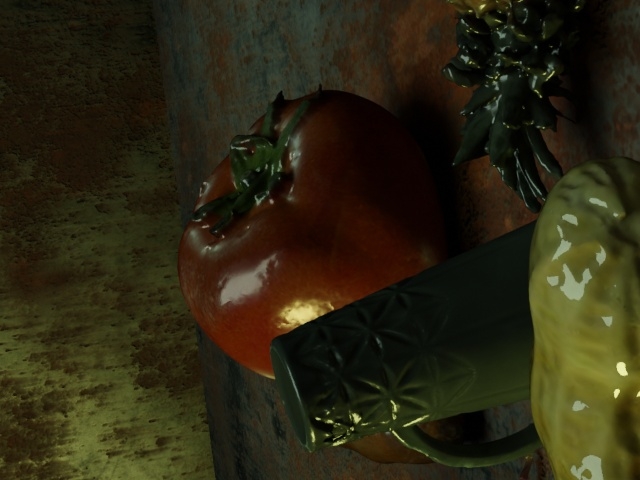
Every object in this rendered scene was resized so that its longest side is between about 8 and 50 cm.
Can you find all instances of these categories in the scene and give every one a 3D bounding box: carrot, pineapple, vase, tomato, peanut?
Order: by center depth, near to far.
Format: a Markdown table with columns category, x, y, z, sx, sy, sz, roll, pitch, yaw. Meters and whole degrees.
| category | x | y | z | sx | sy | sz | roll | pitch | yaw |
| --- | --- | --- | --- | --- | --- | --- | --- | --- | --- |
| peanut | 0.225 | 0.087 | 0.853 | 0.147 | 0.146 | 0.306 | -129 | 33 | -61 |
| pineapple | 0.162 | -0.196 | 0.931 | 0.169 | 0.169 | 0.341 | -143 | 41 | -68 |
| vase | 0.114 | 0.099 | 0.986 | 0.156 | 0.300 | 0.251 | -135 | 30 | -64 |
| tomato | 0.000 | 0.000 | 1.329 | 0.341 | 0.272 | 0.341 | -32 | 37 | 28 |
| carrot | 0.103 | 0.202 | 1.362 | 0.225 | 0.159 | 0.159 | 11 | 109 | 60 |

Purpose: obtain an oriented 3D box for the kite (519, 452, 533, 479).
| category | x | y | z | sx | sy | sz | roll | pitch | yaw |
| --- | --- | --- | --- | --- | --- | --- | --- | --- | --- |
| kite | 0.251 | 0.396 | 1.124 | 0.204 | 0.022 | 0.361 | -176 | 77 | -73 |
